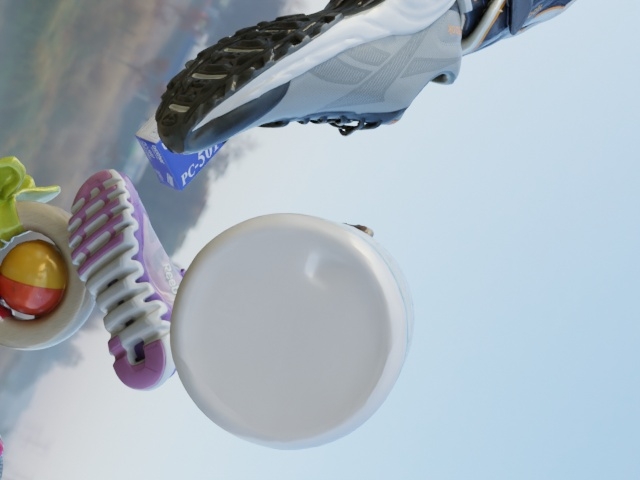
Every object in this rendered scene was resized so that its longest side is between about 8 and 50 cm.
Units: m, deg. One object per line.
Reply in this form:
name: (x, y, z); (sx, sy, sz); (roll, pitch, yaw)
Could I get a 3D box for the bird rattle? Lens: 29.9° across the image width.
bird rattle: (-0.346, 0.039, 1.309); (0.143, 0.206, 0.254); (43, 63, -76)

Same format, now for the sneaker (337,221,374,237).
sneaker: (0.000, 0.000, 1.833); (0.188, 0.071, 0.066); (-18, -149, 50)

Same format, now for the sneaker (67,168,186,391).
sneaker: (-0.183, 0.039, 1.249); (0.095, 0.104, 0.236); (-28, -104, 35)

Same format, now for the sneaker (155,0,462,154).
sneaker: (0.007, -0.115, 0.853); (0.271, 0.108, 0.100); (-28, -155, -30)

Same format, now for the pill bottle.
pill bottle: (-0.006, 0.045, 0.673); (0.118, 0.117, 0.208); (-64, 174, 2)

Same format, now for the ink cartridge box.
ink cartridge box: (-0.156, -0.174, 1.637); (0.207, 0.046, 0.097); (-50, 143, -23)

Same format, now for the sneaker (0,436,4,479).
sneaker: (-0.434, 0.324, 1.375); (0.112, 0.120, 0.299); (31, -62, 40)

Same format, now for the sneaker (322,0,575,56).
sneaker: (0.144, -0.228, 1.006); (0.321, 0.126, 0.127); (-34, -179, -7)
